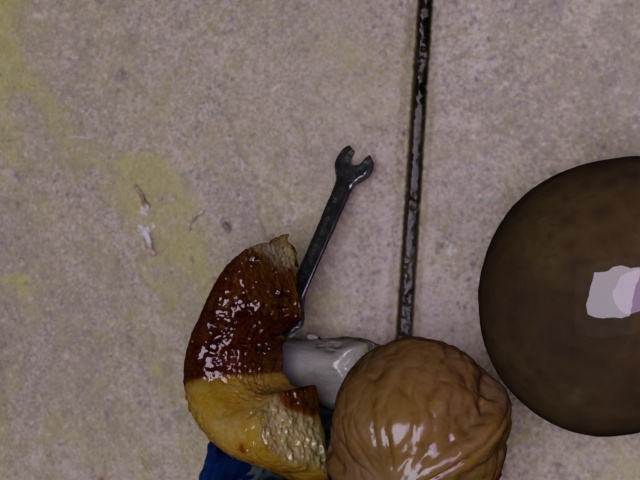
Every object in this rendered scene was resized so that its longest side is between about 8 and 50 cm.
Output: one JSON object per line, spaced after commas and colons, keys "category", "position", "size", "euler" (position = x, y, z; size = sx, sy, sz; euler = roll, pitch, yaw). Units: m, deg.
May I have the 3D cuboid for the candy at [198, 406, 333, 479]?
{"category": "candy", "position": [0.020, 0.276, 1.860], "size": [0.331, 0.077, 0.187], "euler": [11, 53, 12]}

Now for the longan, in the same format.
{"category": "longan", "position": [0.326, 0.057, 1.700], "size": [0.319, 0.319, 0.318], "euler": [0, 88, 14]}

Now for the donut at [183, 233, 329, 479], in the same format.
{"category": "donut", "position": [-0.096, 0.143, 1.808], "size": [0.151, 0.112, 0.295], "euler": [-15, 74, 28]}

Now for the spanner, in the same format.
{"category": "spanner", "position": [0.000, 0.000, 1.886], "size": [0.054, 0.015, 0.254], "euler": [14, 72, 30]}

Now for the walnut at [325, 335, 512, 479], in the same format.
{"category": "walnut", "position": [0.106, 0.219, 1.719], "size": [0.228, 0.228, 0.228], "euler": [0, 88, 14]}

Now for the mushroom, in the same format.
{"category": "mushroom", "position": [-0.030, 0.147, 1.894], "size": [0.278, 0.096, 0.099], "euler": [14, 80, 23]}
